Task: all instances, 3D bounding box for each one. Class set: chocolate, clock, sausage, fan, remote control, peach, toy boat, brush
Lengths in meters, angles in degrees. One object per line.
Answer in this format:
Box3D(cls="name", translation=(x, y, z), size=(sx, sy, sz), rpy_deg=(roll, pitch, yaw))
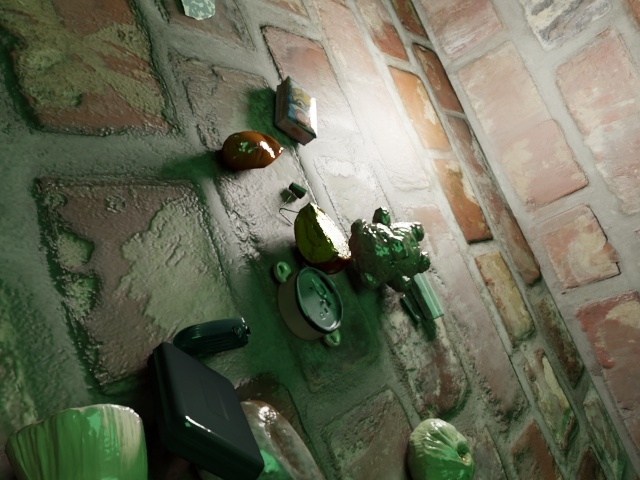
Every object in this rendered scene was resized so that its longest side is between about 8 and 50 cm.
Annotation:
Box3D(cls="chocolate", translation=(-0.060, 0.410, 0.891), size=(0.303, 0.100, 0.185), rpy_deg=(59, 31, -10))
Box3D(cls="clock", translation=(-0.017, 0.134, 1.167), size=(0.229, 0.063, 0.155), rpy_deg=(55, 35, -11))
Box3D(cls="sausage", translation=(-0.156, -0.203, 1.213), size=(0.179, 0.089, 0.089), rpy_deg=(-15, 79, -59))
Box3D(cls="fan", translation=(-0.319, -0.636, 1.361), size=(0.131, 0.009, 0.240), rpy_deg=(25, 48, -42))
Box3D(cls="remote control", translation=(0.257, 0.194, 1.527), size=(0.091, 0.016, 0.034), rpy_deg=(57, 39, -6))
Box3D(cls="peach", translation=(-0.005, 0.004, 1.246), size=(0.172, 0.092, 0.127), rpy_deg=(51, 23, -4))
Box3D(cls="toy boat", translation=(-0.190, 0.167, 0.922), size=(0.141, 0.060, 0.055), rpy_deg=(-1, 67, -46))
Box3D(cls="brush", translation=(-0.242, 0.311, 0.665), size=(0.267, 0.174, 0.166), rpy_deg=(31, 34, -49))

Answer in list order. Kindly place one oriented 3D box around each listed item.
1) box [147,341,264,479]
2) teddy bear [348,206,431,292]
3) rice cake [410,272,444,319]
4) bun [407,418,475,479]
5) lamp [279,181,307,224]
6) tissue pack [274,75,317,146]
Box3D(cls="box", translation=(-0.173, 0.244, 0.781), size=(0.160, 0.050, 0.230), rpy_deg=(42, -2, -27))
Box3D(cls="teddy bear", translation=(0.179, 0.027, 1.425), size=(0.267, 0.151, 0.236), rpy_deg=(6, 68, -56))
Box3D(cls="rice cake", translation=(0.298, 0.133, 1.601), size=(0.085, 0.040, 0.226), rpy_deg=(-19, 82, -57))
Box3D(cls="bun", translation=(0.293, 0.517, 1.258), size=(0.195, 0.118, 0.195), rpy_deg=(36, 41, -38))
Box3D(cls="lamp", translation=(-0.068, -0.099, 1.294), size=(0.054, 0.041, 0.121), rpy_deg=(34, 39, -23))
Box3D(cls="tissue pack", translation=(-0.064, -0.347, 1.443), size=(0.115, 0.065, 0.155), rpy_deg=(29, 45, -38))
